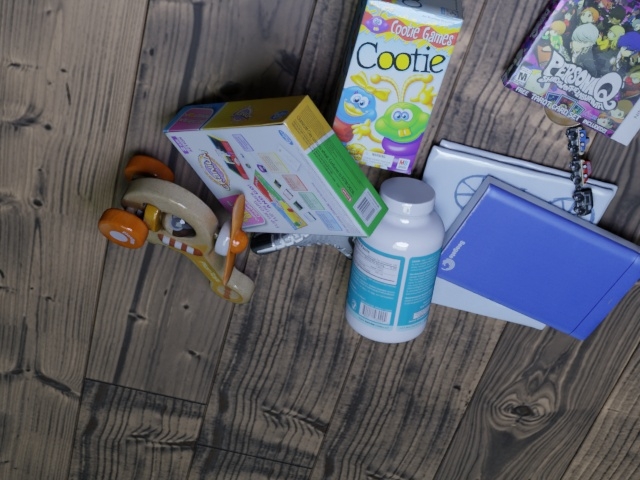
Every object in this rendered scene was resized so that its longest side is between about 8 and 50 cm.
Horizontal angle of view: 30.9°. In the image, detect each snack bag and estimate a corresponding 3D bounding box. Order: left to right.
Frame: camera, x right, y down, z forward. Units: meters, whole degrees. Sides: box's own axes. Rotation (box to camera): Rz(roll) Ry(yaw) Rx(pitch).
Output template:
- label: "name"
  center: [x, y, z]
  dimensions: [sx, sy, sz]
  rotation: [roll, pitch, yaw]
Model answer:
- label: "snack bag"
  center: [0.303, 0.003, 2.013]
  dimensions: [0.323, 0.037, 0.342]
  rotation: [13, 127, -4]

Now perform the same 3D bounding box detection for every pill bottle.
- label: "pill bottle"
  center: [0.126, 0.030, 1.935]
  dimensions: [0.146, 0.146, 0.264]
  rotation: [8, 122, -1]

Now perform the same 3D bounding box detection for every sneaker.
- label: "sneaker"
  center: [0.000, 0.000, 2.006]
  dimensions: [0.229, 0.086, 0.132]
  rotation: [-25, 124, 21]

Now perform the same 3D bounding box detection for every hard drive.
- label: "hard drive"
  center: [0.371, 0.036, 1.982]
  dimensions: [0.319, 0.040, 0.210]
  rotation: [24, 126, -12]

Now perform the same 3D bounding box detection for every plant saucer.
- label: "plant saucer"
  center: [0.395, -0.221, 1.840]
  dimensions: [0.083, 0.015, 0.083]
  rotation: [1, 121, 2]

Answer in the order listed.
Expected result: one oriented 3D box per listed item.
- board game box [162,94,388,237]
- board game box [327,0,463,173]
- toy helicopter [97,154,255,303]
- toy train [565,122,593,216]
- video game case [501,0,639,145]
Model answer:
- label: "board game box"
  center: [-0.076, -0.113, 1.830]
  dimensions: [0.316, 0.064, 0.242]
  rotation: [4, 139, 48]
- label: "board game box"
  center: [0.108, -0.262, 1.754]
  dimensions: [0.142, 0.144, 0.275]
  rotation: [12, 129, -5]
- label: "toy helicopter"
  center: [-0.196, 0.006, 1.982]
  dimensions: [0.235, 0.140, 0.355]
  rotation: [5, 150, 30]
- label: "toy train"
  center: [0.425, -0.116, 1.887]
  dimensions: [0.036, 0.027, 0.158]
  rotation: [-10, 108, -1]
- label: "video game case"
  center: [0.429, -0.279, 1.768]
  dimensions: [0.232, 0.042, 0.210]
  rotation: [24, 119, -13]
